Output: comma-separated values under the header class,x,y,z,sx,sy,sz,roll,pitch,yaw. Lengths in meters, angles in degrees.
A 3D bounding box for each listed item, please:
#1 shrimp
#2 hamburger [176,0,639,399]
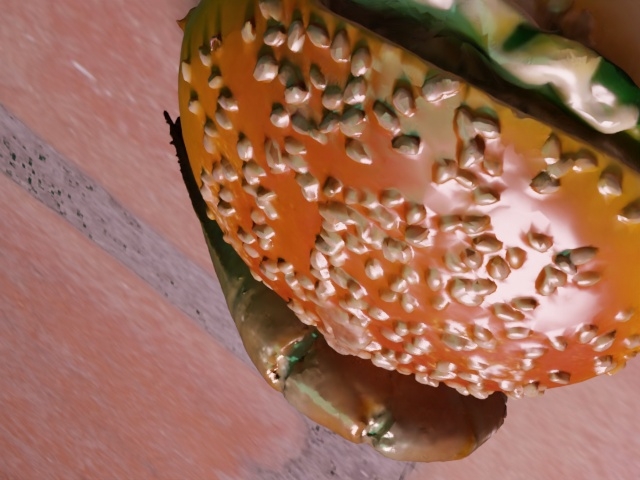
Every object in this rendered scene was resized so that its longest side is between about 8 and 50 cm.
class,x,y,z,sx,sy,sz,roll,pitch,yaw
shrimp,0.000,0.000,0.843,0.267,0.145,0.061,51,128,35
hamburger,0.044,-0.039,0.678,0.237,0.147,0.237,20,131,25
